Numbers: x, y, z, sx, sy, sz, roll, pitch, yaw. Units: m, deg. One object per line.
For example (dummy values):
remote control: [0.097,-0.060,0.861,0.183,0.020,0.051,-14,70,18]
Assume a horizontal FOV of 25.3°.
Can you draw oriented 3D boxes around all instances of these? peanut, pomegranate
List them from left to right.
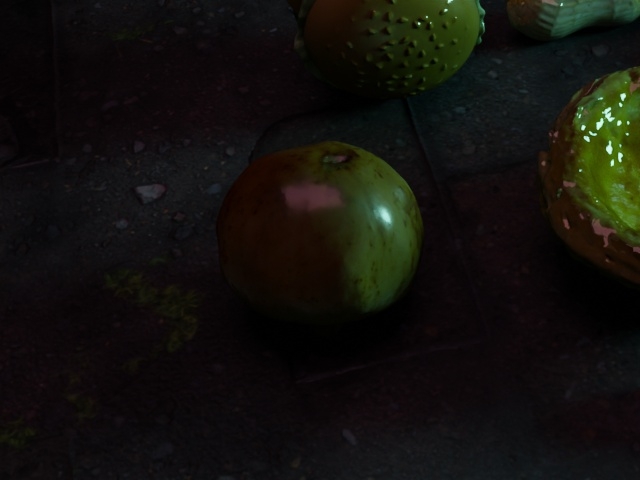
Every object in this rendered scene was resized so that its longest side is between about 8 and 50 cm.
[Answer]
pomegranate: [0.000,0.000,1.692,0.248,0.248,0.248,-6,44,6]
peanut: [0.371,-0.338,2.052,0.206,0.087,0.087,-9,44,-1]

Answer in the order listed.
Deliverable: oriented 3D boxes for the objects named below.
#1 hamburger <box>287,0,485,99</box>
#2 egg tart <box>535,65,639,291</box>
hamburger: [0.091,-0.316,1.961,0.274,0.274,0.212,-11,51,0]
egg tart: [0.441,-0.058,1.697,0.387,0.169,0.388,-4,47,4]
